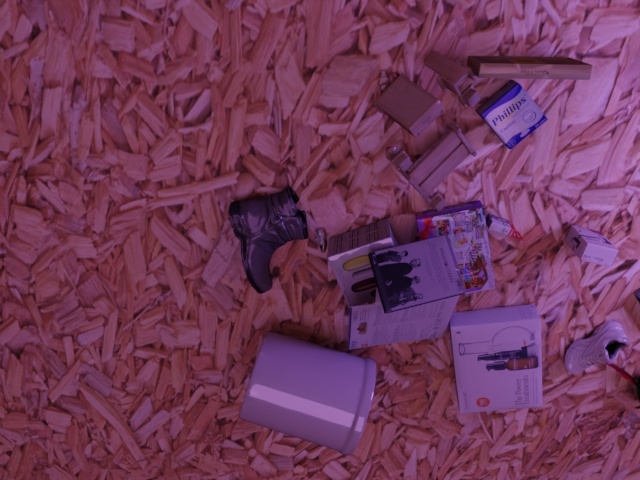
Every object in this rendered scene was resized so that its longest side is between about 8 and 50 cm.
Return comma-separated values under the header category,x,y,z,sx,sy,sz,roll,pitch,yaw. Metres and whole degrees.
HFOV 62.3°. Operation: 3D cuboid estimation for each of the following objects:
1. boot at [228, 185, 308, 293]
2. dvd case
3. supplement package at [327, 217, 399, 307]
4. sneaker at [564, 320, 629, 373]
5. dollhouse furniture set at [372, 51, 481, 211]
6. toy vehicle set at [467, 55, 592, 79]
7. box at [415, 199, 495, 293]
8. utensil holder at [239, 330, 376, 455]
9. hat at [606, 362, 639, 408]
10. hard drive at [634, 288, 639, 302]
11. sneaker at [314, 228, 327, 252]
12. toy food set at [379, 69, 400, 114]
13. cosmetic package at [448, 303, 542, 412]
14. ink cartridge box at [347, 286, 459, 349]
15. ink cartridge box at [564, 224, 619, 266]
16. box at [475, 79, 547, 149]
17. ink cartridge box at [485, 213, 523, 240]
category,x,y,z,sx,sy,sz,roll,pitch,yaw
boot,-0.140,0.009,1.671,0.223,0.118,0.338,-11,119,5
dvd case,0.274,0.094,1.511,0.239,0.029,0.179,-13,76,-6
supplement package,0.150,0.070,1.648,0.203,0.149,0.194,-19,112,12
sneaker,0.905,0.370,1.742,0.090,0.115,0.232,33,114,-10
dollhouse furniture set,0.325,-0.305,1.504,0.303,0.174,0.355,-45,138,8
toy vehicle set,0.524,-0.443,1.353,0.267,0.166,0.035,3,115,5
box,0.422,0.034,1.656,0.201,0.057,0.293,-11,114,10
utensil holder,-0.045,0.506,1.785,0.386,0.327,0.327,16,116,-1
hat,1.115,0.462,1.820,0.173,0.183,0.208,-36,149,27
hard drive,1.144,0.167,1.655,0.255,0.054,0.172,-33,108,19
sneaker,0.000,0.000,1.698,0.037,0.032,0.083,3,112,19
toy food set,0.204,-0.415,1.480,0.078,0.019,0.122,-1,112,6
cosmetic package,0.596,0.409,1.804,0.285,0.097,0.377,-7,115,12
ink cartridge box,0.245,0.232,1.656,0.330,0.071,0.324,-6,146,-3
ink cartridge box,0.800,0.014,1.567,0.099,0.135,0.056,13,116,-2
box,0.523,-0.345,1.454,0.126,0.072,0.137,-41,105,21
ink cartridge box,0.561,-0.041,1.604,0.115,0.063,0.029,18,118,-4
